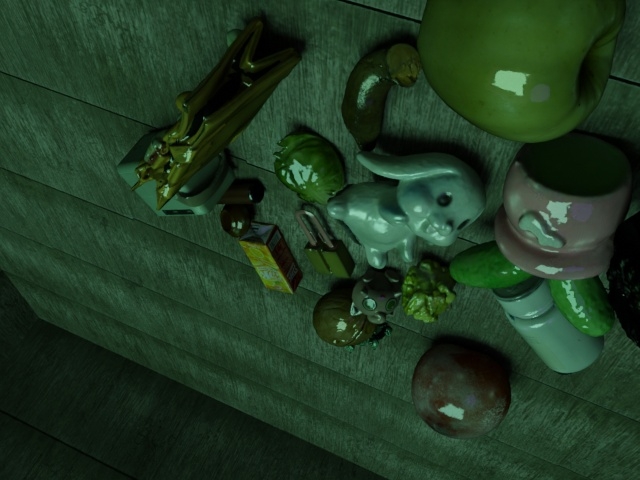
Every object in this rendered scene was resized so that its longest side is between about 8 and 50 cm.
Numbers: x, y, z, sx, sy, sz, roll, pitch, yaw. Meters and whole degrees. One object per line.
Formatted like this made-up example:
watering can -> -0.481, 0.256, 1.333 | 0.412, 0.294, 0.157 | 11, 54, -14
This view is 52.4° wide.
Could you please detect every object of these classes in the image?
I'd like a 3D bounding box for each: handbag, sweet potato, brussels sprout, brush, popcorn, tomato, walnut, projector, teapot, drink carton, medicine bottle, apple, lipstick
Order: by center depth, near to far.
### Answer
apple -> 0.256, -0.255, 0.843 | 0.263, 0.262, 0.262 | 21, 148, 14
sweet potato -> 0.094, -0.241, 1.149 | 0.112, 0.085, 0.285 | 22, 149, 3
handbag -> -0.219, -0.227, 1.234 | 0.133, 0.283, 0.401 | 40, 150, -11
medicine bottle -> 0.475, 0.154, 1.365 | 0.143, 0.143, 0.258 | -12, 132, 48
brussels sprout -> -0.022, -0.149, 1.378 | 0.139, 0.100, 0.181 | -23, 106, 34
popcorn -> 0.251, 0.117, 1.495 | 0.126, 0.145, 0.125 | 10, 139, 16
projector -> -0.337, -0.164, 1.546 | 0.243, 0.163, 0.177 | 2, 141, 44
brush -> 0.000, 0.000, 1.623 | 0.103, 0.047, 0.233 | 6, 141, 34
lipstick -> -0.291, -0.120, 1.672 | 0.357, 0.057, 0.057 | 3, 140, 38
teapot -> -0.212, -0.058, 1.692 | 0.129, 0.078, 0.098 | -16, 87, 61
tomato -> 0.373, 0.416, 1.755 | 0.270, 0.227, 0.270 | 24, 150, 15
walnut -> 0.068, 0.208, 1.765 | 0.167, 0.167, 0.207 | 39, 150, -16
drink carton -> -0.134, 0.050, 1.781 | 0.096, 0.071, 0.222 | 9, 145, 29

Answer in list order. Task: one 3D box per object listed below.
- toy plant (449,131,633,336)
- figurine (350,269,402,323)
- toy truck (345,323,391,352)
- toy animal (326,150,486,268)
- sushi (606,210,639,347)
toy plant -> 0.386, -0.013, 1.131 | 0.317, 0.210, 0.356 | 22, 149, 25
figurine -> 0.141, 0.139, 1.631 | 0.125, 0.125, 0.137 | 19, 122, 16
toy truck -> 0.125, 0.271, 1.896 | 0.154, 0.080, 0.078 | -21, 102, 52
toy animal -> 0.176, -0.064, 1.268 | 0.290, 0.174, 0.249 | 7, 147, 20
sushi -> 0.619, 0.103, 0.937 | 0.328, 0.285, 0.328 | -6, 127, -5
